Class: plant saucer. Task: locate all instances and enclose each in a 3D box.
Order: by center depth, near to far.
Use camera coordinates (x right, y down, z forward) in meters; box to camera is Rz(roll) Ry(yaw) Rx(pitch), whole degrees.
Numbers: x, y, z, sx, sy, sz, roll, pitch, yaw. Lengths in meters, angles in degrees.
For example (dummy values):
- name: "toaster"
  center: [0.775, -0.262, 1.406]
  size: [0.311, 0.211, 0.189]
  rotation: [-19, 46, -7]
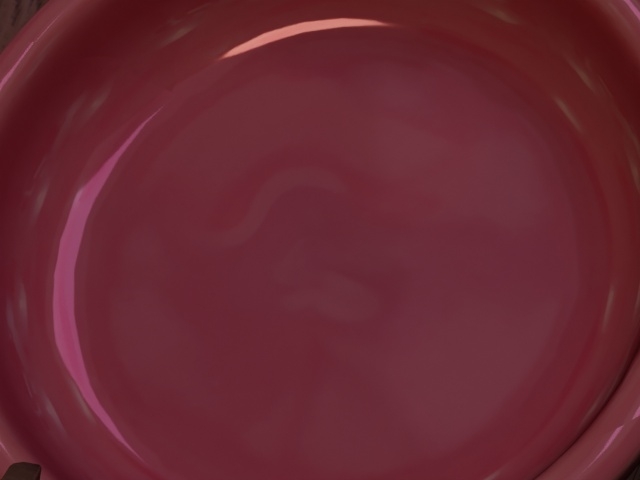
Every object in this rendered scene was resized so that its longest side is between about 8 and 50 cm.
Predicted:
- name: "plant saucer"
  center: [0.000, 0.000, 0.606]
  size: [0.332, 0.084, 0.332]
  rotation: [-5, 64, 11]

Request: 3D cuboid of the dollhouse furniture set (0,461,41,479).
- name: "dollhouse furniture set"
  center: [-0.219, 0.158, 0.417]
  size: [0.212, 0.161, 0.242]
  rotation: [12, 13, -1]

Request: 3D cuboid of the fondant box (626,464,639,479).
- name: "fondant box"
  center: [0.155, 0.018, 0.729]
  size: [0.330, 0.096, 0.238]
  rotation: [30, 39, 22]
